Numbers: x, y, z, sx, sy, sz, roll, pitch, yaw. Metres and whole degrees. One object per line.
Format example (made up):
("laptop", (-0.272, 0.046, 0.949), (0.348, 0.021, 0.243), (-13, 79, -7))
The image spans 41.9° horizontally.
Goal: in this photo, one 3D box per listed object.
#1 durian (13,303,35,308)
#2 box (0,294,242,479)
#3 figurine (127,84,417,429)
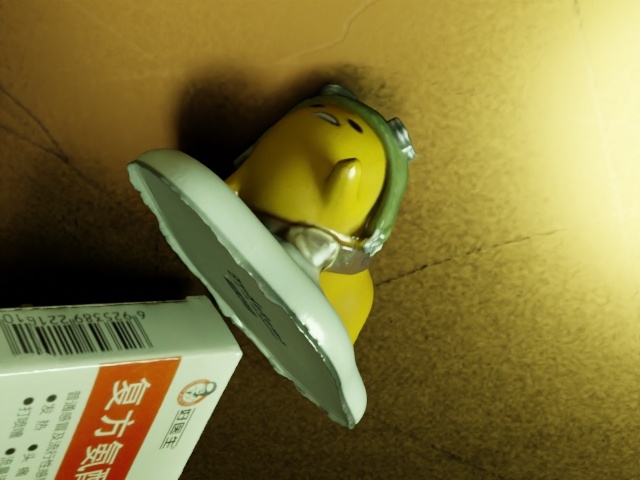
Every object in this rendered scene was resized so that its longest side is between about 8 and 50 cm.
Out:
("durian", (-0.229, 0.111, 0.612), (0.140, 0.078, 0.224), (-20, 142, -19))
("box", (-0.215, 0.192, 0.585), (0.214, 0.069, 0.353), (1, 129, -42))
("figurine", (0.000, 0.000, 0.547), (0.141, 0.167, 0.250), (-45, 141, -17))
